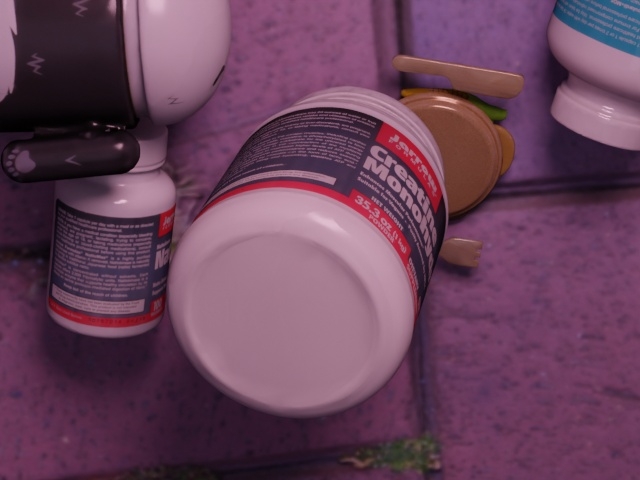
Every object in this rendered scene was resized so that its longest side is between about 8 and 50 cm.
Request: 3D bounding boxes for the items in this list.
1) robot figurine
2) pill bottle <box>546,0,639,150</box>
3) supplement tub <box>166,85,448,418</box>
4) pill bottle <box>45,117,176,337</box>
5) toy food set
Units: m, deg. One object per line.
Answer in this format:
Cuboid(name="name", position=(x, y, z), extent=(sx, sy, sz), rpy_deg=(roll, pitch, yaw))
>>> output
Cuboid(name="robot figurine", position=(-0.211, -0.172, 1.210), extent=(0.278, 0.173, 0.209), rpy_deg=(-2, 116, -1))
Cuboid(name="pill bottle", position=(0.275, -0.211, 1.221), extent=(0.146, 0.146, 0.264), rpy_deg=(16, 111, -8))
Cuboid(name="supplement tub", position=(0.000, 0.000, 1.213), extent=(0.191, 0.272, 0.191), rpy_deg=(6, 118, 11))
Cuboid(name="pill bottle", position=(-0.181, -0.016, 1.307), extent=(0.108, 0.108, 0.180), rpy_deg=(7, 113, -5))
Cuboid(name="toy food set", position=(0.105, -0.076, 1.336), extent=(0.132, 0.038, 0.192), rpy_deg=(12, 118, 1))
